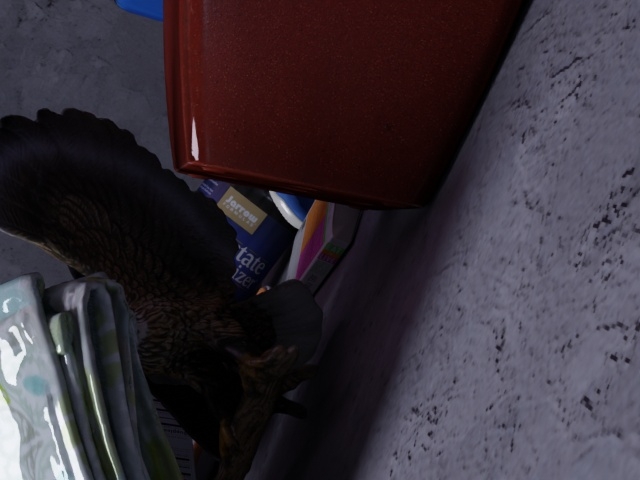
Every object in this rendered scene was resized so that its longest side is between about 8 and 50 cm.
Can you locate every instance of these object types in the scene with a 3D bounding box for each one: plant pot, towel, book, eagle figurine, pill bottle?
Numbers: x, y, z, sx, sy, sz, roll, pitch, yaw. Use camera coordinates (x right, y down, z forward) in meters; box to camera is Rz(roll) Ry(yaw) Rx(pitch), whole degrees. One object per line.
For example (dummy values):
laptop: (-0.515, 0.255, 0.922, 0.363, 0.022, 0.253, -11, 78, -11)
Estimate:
plant pot: (-0.001, -0.153, 1.090, 0.267, 0.267, 0.236, -175, 95, -80)
towel: (-0.234, 0.216, 0.979, 0.374, 0.321, 0.090, -24, -8, 37)
book: (0.000, 0.000, 1.320, 0.144, 0.035, 0.096, 125, 163, -51)
eagle figurine: (-0.153, 0.057, 1.077, 0.226, 0.298, 0.225, -52, -19, -20)
pill bottle: (-0.097, -0.013, 1.558, 0.219, 0.122, 0.123, -53, 9, 0)

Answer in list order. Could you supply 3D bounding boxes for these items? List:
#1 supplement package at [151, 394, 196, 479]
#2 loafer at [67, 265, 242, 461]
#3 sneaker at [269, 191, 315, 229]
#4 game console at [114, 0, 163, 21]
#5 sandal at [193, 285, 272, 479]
supplement package: (-0.223, 0.259, 1.378, 0.194, 0.149, 0.203, 124, 148, -42)
loafer: (-0.130, 0.083, 1.215, 0.109, 0.302, 0.095, -17, 43, 19)
sneaker: (-0.014, -0.091, 1.454, 0.084, 0.058, 0.152, -28, 69, 37)
game console: (-0.024, -0.325, 1.309, 0.293, 0.173, 0.250, -41, 17, 41)
sandal: (-0.122, 0.162, 1.451, 0.265, 0.076, 0.102, -67, 9, -6)
